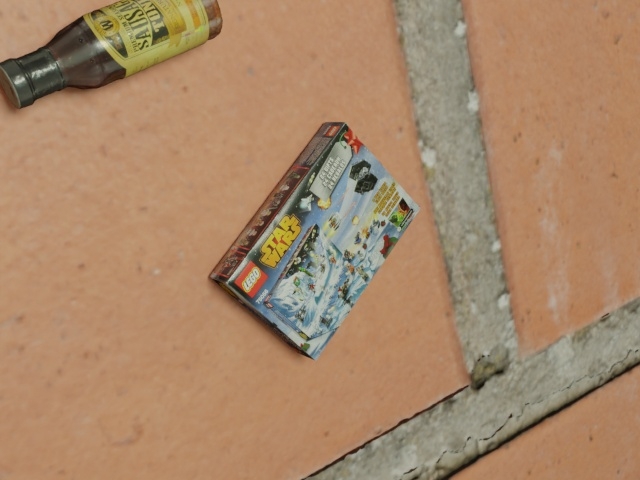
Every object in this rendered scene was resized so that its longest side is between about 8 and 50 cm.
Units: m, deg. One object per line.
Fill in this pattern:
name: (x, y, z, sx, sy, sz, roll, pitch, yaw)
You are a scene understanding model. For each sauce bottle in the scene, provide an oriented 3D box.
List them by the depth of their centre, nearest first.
sauce bottle: (-0.117, -0.110, 0.464, 0.128, 0.042, 0.042, -34, 114, -27)

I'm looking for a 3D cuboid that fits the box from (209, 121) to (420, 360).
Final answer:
box: (0.000, 0.000, 0.565, 0.094, 0.027, 0.137, 46, 72, -31)
